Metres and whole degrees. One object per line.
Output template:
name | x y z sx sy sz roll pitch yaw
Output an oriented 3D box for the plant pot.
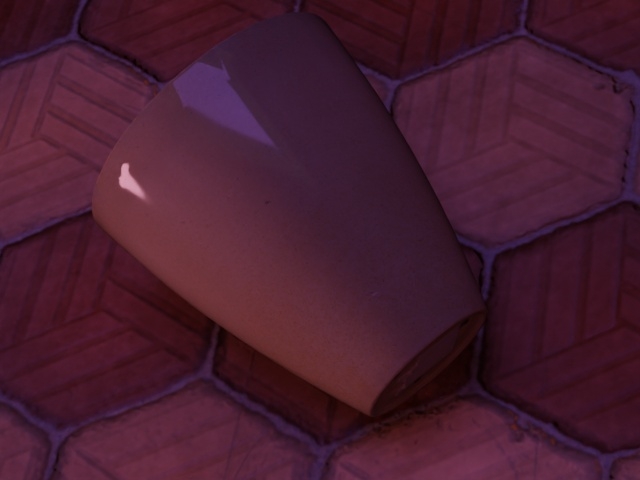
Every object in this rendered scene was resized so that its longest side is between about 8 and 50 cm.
plant pot | 0.000 0.000 1.309 0.256 0.256 0.274 -38 73 -15
